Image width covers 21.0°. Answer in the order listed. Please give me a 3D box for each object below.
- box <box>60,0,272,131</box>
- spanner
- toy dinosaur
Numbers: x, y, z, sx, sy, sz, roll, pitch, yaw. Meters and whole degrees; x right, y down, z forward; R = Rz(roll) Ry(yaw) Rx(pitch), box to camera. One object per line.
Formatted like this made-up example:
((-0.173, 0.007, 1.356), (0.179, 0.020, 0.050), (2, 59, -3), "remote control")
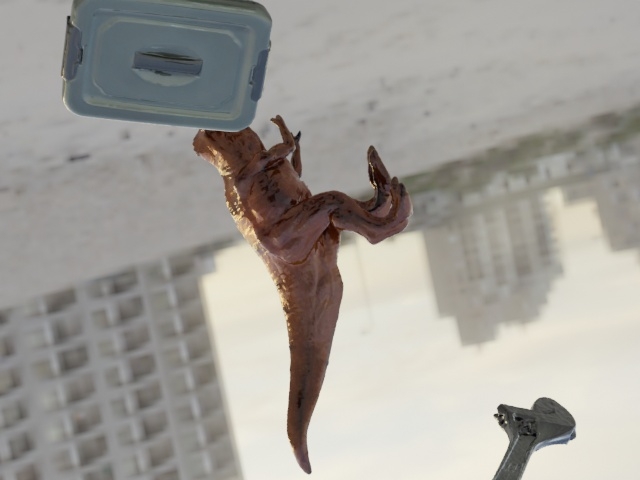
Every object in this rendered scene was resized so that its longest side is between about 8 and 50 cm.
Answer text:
((-0.132, -0.170, 1.468), (0.172, 0.124, 0.093), (6, -148, -11), "box")
((0.204, 0.240, 1.817), (0.093, 0.026, 0.325), (22, -153, 10), "spanner")
((0.000, 0.000, 1.775), (0.208, 0.432, 0.097), (-22, 164, 6), "toy dinosaur")
